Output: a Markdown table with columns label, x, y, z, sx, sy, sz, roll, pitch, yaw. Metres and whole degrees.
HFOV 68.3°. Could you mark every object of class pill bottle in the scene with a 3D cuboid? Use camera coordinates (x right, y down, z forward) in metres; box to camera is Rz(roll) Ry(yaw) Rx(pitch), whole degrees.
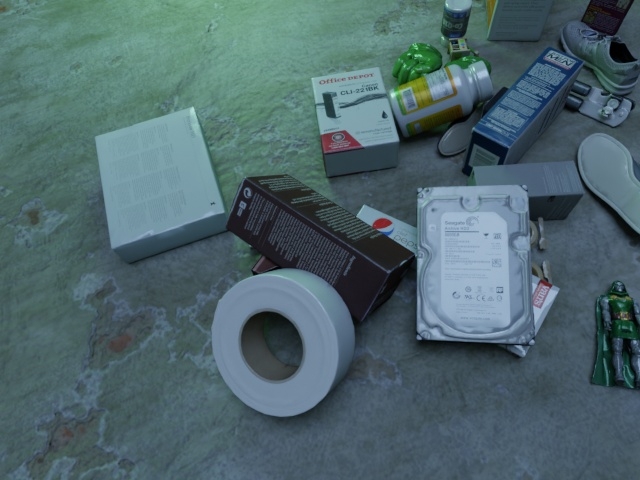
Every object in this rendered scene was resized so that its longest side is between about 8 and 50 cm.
| label | x | y | z | sx | sy | sz | roll | pitch | yaw |
| --- | --- | --- | --- | --- | --- | --- | --- | --- | --- |
| pill bottle | 0.317 | -0.377 | 1.244 | 0.246 | 0.136 | 0.136 | -18 | 61 | 16 |
| pill bottle | 0.404 | -0.655 | 1.417 | 0.078 | 0.137 | 0.078 | -2 | 61 | 4 |

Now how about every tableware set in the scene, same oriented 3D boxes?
| label | x | y | z | sx | sy | sz | roll | pitch | yaw |
| --- | --- | --- | --- | --- | --- | --- | --- | --- | --- |
| tableware set | 0.470 | 0.030 | 1.091 | 0.129 | 0.039 | 0.194 | -1 | 72 | 5 |

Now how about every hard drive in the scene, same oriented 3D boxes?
| label | x | y | z | sx | sy | sz | roll | pitch | yaw |
| --- | --- | --- | --- | --- | --- | --- | --- | --- | --- |
| hard drive | 0.450 | -0.323 | 1.240 | 0.022 | 0.135 | 0.094 | 36 | 71 | 25 |
| hard drive | 0.325 | 0.049 | 1.013 | 0.237 | 0.064 | 0.338 | 1 | 77 | 13 |

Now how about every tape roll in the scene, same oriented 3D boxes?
| label | x | y | z | sx | sy | sz | roll | pitch | yaw |
| --- | --- | --- | --- | --- | --- | --- | --- | --- | --- |
| tape roll | -0.078 | 0.200 | 0.956 | 0.287 | 0.100 | 0.285 | 2 | 96 | 24 |

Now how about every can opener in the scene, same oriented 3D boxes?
| label | x | y | z | sx | sy | sz | roll | pitch | yaw |
| --- | --- | --- | --- | --- | --- | --- | --- | --- | --- |
| can opener | 0.712 | -0.401 | 1.305 | 0.281 | 0.074 | 0.093 | 31 | 35 | 18 |

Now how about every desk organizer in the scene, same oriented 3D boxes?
| label | x | y | z | sx | sy | sz | roll | pitch | yaw |
| --- | --- | --- | --- | --- | --- | --- | --- | --- | --- |
| desk organizer | -0.116 | 0.086 | 1.083 | 0.050 | 0.130 | 0.047 | 29 | 68 | 16 |

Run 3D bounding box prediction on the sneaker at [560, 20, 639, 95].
| label | x | y | z | sx | sy | sz | roll | pitch | yaw |
| --- | --- | --- | --- | --- | --- | --- | --- | --- | --- |
| sneaker | 0.804 | -0.546 | 1.335 | 0.105 | 0.115 | 0.281 | -26 | 63 | -8 |

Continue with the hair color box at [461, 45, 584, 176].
| label | x | y | z | sx | sy | sz | roll | pitch | yaw |
| --- | --- | --- | --- | --- | --- | --- | --- | --- | --- |
| hair color box | 0.513 | -0.313 | 1.208 | 0.105 | 0.173 | 0.347 | 37 | 71 | 23 |

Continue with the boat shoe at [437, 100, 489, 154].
| label | x | y | z | sx | sy | sz | roll | pitch | yaw |
| --- | --- | --- | --- | --- | --- | --- | --- | --- | --- |
| boat shoe | 0.387 | -0.305 | 1.292 | 0.206 | 0.075 | 0.065 | -43 | 24 | -11 |

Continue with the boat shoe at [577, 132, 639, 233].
| label | x | y | z | sx | sy | sz | roll | pitch | yaw |
| --- | --- | --- | --- | --- | --- | --- | --- | --- | --- |
| boat shoe | 0.748 | -0.130 | 1.154 | 0.099 | 0.116 | 0.319 | 13 | 45 | -37 |

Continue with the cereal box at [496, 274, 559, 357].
| label | x | y | z | sx | sy | sz | roll | pitch | yaw |
| --- | --- | --- | --- | --- | --- | --- | --- | --- | --- |
| cereal box | 0.372 | 0.124 | 1.046 | 0.240 | 0.047 | 0.172 | 28 | 81 | 19 |

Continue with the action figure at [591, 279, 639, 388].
| label | x | y | z | sx | sy | sz | roll | pitch | yaw |
| --- | --- | --- | --- | --- | --- | --- | --- | --- | --- |
| action figure | 0.641 | 0.191 | 1.000 | 0.137 | 0.063 | 0.232 | 4 | 59 | 11 |

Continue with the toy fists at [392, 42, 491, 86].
| label | x | y | z | sx | sy | sz | roll | pitch | yaw |
| --- | --- | --- | --- | --- | --- | --- | --- | --- | --- |
| toy fists | 0.348 | -0.478 | 1.354 | 0.279 | 0.096 | 0.142 | 21 | 68 | 14 |

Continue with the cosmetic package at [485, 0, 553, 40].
| label | x | y | z | sx | sy | sz | roll | pitch | yaw |
| --- | --- | --- | --- | --- | --- | --- | --- | --- | --- |
| cosmetic package | 0.586 | -0.814 | 1.305 | 0.162 | 0.453 | 0.229 | 4 | 62 | 7 |

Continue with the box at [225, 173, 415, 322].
| label | x | y | z | sx | sy | sz | roll | pitch | yaw |
| --- | --- | --- | --- | --- | --- | --- | --- | --- | --- |
| box | 0.000 | 0.000 | 1.060 | 0.382 | 0.191 | 0.143 | 32 | 112 | 19 |

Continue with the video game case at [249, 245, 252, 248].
| label | x | y | z | sx | sy | sz | roll | pitch | yaw |
| --- | --- | --- | --- | --- | --- | --- | --- | --- | --- |
| video game case | -0.149 | -0.042 | 1.219 | 0.087 | 0.011 | 0.121 | -12 | 62 | -2 |

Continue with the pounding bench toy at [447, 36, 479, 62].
| label | x | y | z | sx | sy | sz | roll | pitch | yaw |
| --- | --- | --- | --- | --- | --- | --- | --- | --- | --- |
| pounding bench toy | 0.430 | -0.573 | 1.419 | 0.084 | 0.052 | 0.065 | -4 | 62 | 3 |

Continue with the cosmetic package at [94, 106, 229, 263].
| label | x | y | z | sx | sy | sz | roll | pitch | yaw |
| --- | --- | --- | --- | --- | --- | --- | --- | --- | --- |
| cosmetic package | -0.422 | -0.158 | 1.257 | 0.285 | 0.097 | 0.377 | -20 | 63 | -3 |

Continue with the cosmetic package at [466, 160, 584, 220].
| label | x | y | z | sx | sy | sz | roll | pitch | yaw |
| --- | --- | --- | --- | --- | --- | --- | --- | --- | --- |
| cosmetic package | 0.478 | -0.113 | 1.134 | 0.238 | 0.127 | 0.107 | -6 | 64 | 4 |

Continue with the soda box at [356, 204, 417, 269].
| label | x | y | z | sx | sy | sz | roll | pitch | yaw |
| --- | --- | --- | --- | --- | --- | --- | --- | --- | --- |
| soda box | 0.182 | -0.002 | 1.135 | 0.216 | 0.069 | 0.073 | 26 | 68 | 17 |

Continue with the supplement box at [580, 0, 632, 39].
| label | x | y | z | sx | sy | sz | roll | pitch | yaw |
| --- | --- | --- | --- | --- | --- | --- | --- | --- | --- |
| supplement box | 0.836 | -0.681 | 1.361 | 0.104 | 0.188 | 0.080 | 32 | 69 | 20 |

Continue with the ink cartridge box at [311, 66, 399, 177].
| label | x | y | z | sx | sy | sz | roll | pitch | yaw |
| --- | --- | --- | --- | --- | --- | --- | --- | --- | --- |
| ink cartridge box | 0.090 | -0.326 | 1.287 | 0.197 | 0.114 | 0.272 | -9 | 61 | 1 |
